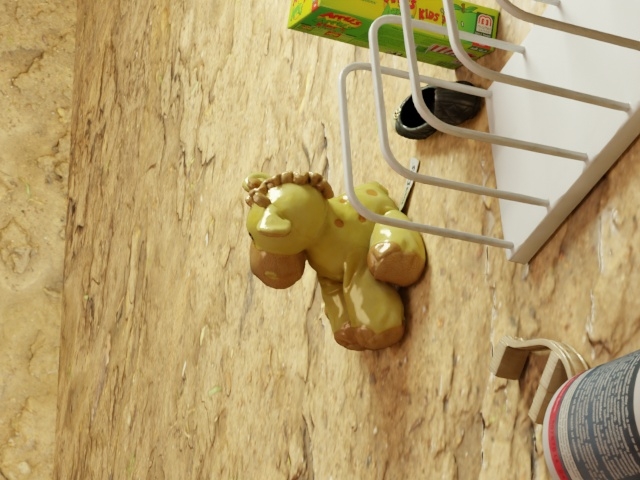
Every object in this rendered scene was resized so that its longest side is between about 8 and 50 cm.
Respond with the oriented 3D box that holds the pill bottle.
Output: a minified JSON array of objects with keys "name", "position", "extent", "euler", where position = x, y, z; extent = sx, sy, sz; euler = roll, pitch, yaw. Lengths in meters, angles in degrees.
[{"name":"pill bottle","position":[0.228,0.114,0.973],"extent":[0.180,0.108,0.108],"euler":[141,137,-62]}]

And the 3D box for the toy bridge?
[{"name":"toy bridge","position":[0.185,0.116,1.217],"extent":[0.188,0.026,0.063],"euler":[-127,52,-65]}]

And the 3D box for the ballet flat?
[{"name":"ballet flat","position":[0.107,-0.136,1.550],"extent":[0.173,0.049,0.057],"euler":[170,111,-70]}]

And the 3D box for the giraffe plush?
[{"name":"giraffe plush","position":[0.000,0.000,1.588],"extent":[0.181,0.171,0.210],"euler":[172,108,-70]}]

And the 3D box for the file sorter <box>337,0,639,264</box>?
[{"name":"file sorter","position":[0.147,-0.147,1.256],"extent":[0.277,0.173,0.192],"euler":[125,150,-48]}]

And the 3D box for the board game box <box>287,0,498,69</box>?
[{"name":"board game box","position":[0.069,-0.214,1.497],"extent":[0.092,0.181,0.043],"euler":[162,118,-68]}]
